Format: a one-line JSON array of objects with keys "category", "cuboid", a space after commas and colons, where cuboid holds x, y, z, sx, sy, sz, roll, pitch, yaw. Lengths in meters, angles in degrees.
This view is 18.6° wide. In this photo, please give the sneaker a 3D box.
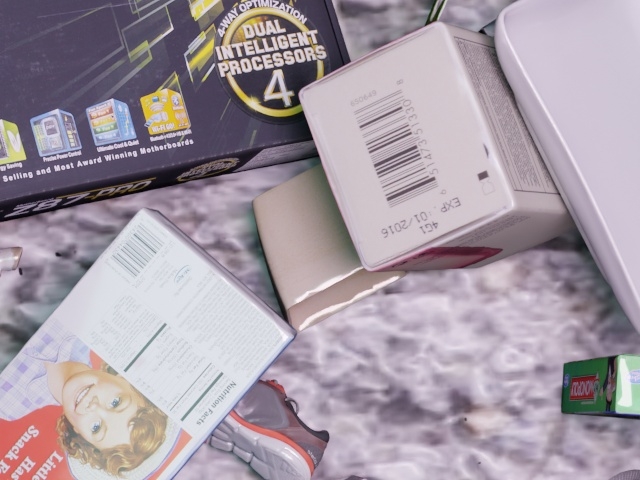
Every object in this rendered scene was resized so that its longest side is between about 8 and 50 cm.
[{"category": "sneaker", "cuboid": [-0.061, 0.134, 1.564, 0.158, 0.061, 0.065, 37, 52, 6]}]

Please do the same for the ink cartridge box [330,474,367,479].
[{"category": "ink cartridge box", "cuboid": [0.026, 0.287, 1.517, 0.067, 0.115, 0.198, -14, 86, -6]}]

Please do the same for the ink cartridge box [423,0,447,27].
[{"category": "ink cartridge box", "cuboid": [0.087, -0.288, 1.532, 0.097, 0.189, 0.255, 22, 84, -3]}]

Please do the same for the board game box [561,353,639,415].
[{"category": "board game box", "cuboid": [0.361, 0.124, 1.504, 0.317, 0.213, 0.046, 5, 85, -3]}]

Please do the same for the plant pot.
[{"category": "plant pot", "cuboid": [0.000, 0.000, 1.550, 0.109, 0.109, 0.096, -29, 77, -6]}]

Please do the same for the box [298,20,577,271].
[{"category": "box", "cuboid": [0.105, -0.065, 1.475, 0.127, 0.232, 0.148, -25, 79, 22]}]

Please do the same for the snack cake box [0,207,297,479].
[{"category": "snack cake box", "cuboid": [-0.158, 0.122, 1.484, 0.152, 0.089, 0.264, 41, 91, 1]}]

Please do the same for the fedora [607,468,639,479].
[{"category": "fedora", "cuboid": [0.161, 0.298, 1.498, 0.124, 0.243, 0.275, 9, 50, 28]}]

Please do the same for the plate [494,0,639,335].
[{"category": "plate", "cuboid": [0.241, -0.074, 1.496, 0.045, 0.277, 0.278, -24, 95, 36]}]

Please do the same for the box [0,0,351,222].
[{"category": "box", "cuboid": [-0.187, -0.188, 1.478, 0.395, 0.097, 0.318, -12, 81, -30]}]

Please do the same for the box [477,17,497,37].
[{"category": "box", "cuboid": [0.221, -0.137, 1.609, 0.116, 0.029, 0.162, -34, 90, -6]}]

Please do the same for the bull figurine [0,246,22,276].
[{"category": "bull figurine", "cuboid": [-0.289, -0.123, 1.539, 0.188, 0.101, 0.310, 19, 84, -4]}]
